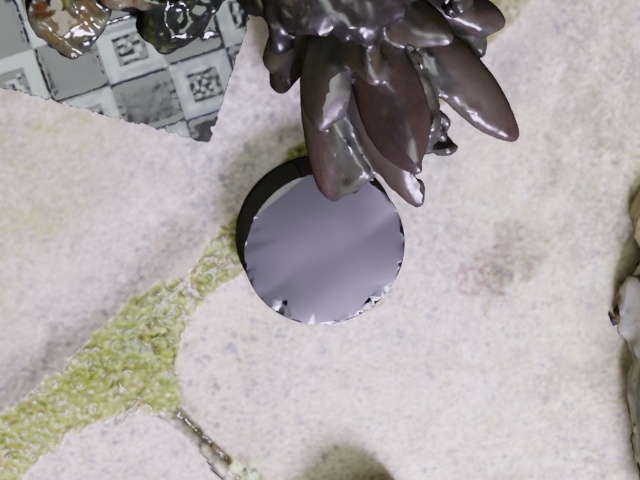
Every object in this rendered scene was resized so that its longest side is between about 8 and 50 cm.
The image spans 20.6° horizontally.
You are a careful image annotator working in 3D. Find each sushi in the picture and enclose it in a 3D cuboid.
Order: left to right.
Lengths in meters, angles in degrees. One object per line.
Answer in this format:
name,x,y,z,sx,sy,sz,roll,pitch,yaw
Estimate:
sushi,-0.148,-0.198,1.313,0.220,0.047,0.231,14,107,-17

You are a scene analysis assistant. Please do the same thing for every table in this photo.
table,0.000,0.000,1.427,0.133,0.043,0.133,-4,112,-10

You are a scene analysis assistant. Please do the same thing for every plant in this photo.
plant,0.034,-0.188,1.272,0.181,0.194,0.320,-29,121,-11

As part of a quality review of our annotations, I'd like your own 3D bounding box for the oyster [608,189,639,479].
oyster,0.326,0.125,1.511,0.166,0.110,0.341,6,97,-21
